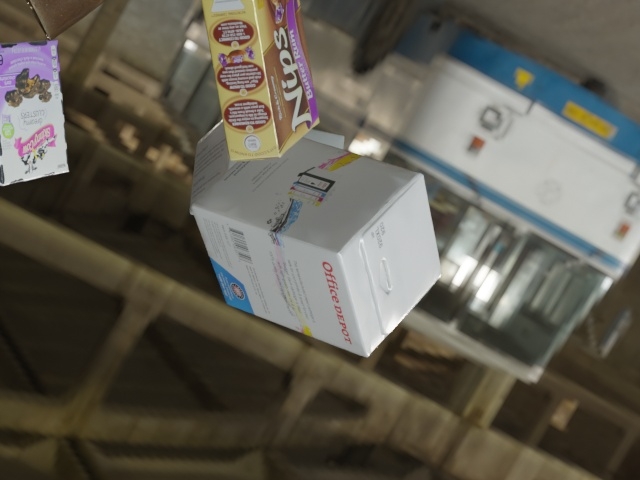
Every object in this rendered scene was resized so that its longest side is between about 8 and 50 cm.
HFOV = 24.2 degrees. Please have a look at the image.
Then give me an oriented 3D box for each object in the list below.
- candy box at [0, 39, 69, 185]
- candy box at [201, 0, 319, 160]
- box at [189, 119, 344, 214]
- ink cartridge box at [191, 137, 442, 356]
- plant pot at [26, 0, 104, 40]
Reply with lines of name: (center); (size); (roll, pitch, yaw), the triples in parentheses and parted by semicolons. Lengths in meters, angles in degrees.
candy box: (-0.437, -0.182, 2.114); (0.070, 0.196, 0.165); (1, -170, 24)
candy box: (-0.054, -0.172, 1.281); (0.053, 0.186, 0.109); (-4, -161, 20)
box: (-0.082, -0.098, 2.227); (0.181, 0.119, 0.182); (10, 165, -19)
ink cartridge box: (0.000, 0.000, 1.803); (0.233, 0.168, 0.171); (19, 140, 35)
plant pot: (-0.295, -0.402, 1.901); (0.215, 0.230, 0.215); (60, 173, 13)
